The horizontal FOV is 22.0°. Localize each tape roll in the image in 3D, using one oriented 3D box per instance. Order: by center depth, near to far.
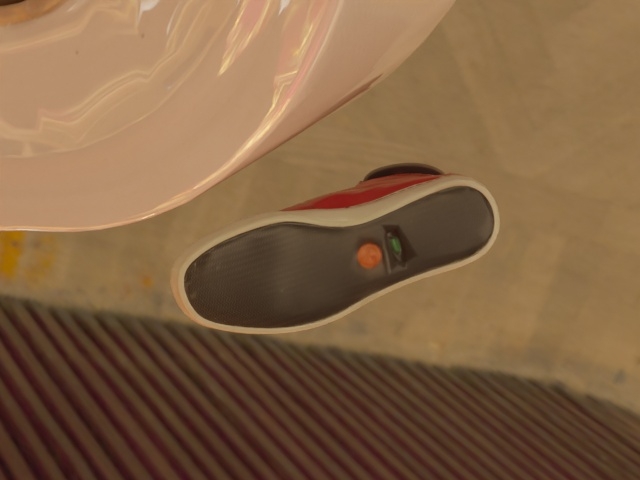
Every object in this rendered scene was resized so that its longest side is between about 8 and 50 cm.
[{"bbox_3d":[-0.084,-0.150,0.496,0.100,0.286,0.286,-34,122,-52],"label":"tape roll"}]

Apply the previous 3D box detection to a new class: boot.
[{"bbox_3d":[0.000,0.000,1.262,0.244,0.176,0.088,-15,102,-8],"label":"boot"}]
